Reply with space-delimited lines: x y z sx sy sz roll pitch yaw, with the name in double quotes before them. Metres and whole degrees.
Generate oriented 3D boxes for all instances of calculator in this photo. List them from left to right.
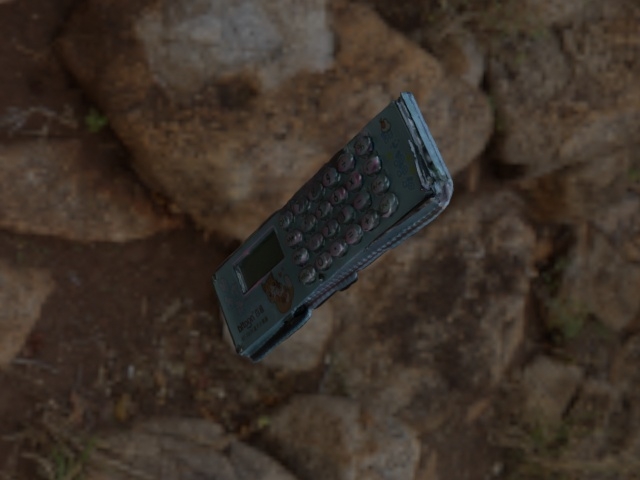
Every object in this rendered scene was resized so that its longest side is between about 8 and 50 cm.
"calculator" 0.000 0.000 0.627 0.018 0.172 0.057 -3 64 -39
